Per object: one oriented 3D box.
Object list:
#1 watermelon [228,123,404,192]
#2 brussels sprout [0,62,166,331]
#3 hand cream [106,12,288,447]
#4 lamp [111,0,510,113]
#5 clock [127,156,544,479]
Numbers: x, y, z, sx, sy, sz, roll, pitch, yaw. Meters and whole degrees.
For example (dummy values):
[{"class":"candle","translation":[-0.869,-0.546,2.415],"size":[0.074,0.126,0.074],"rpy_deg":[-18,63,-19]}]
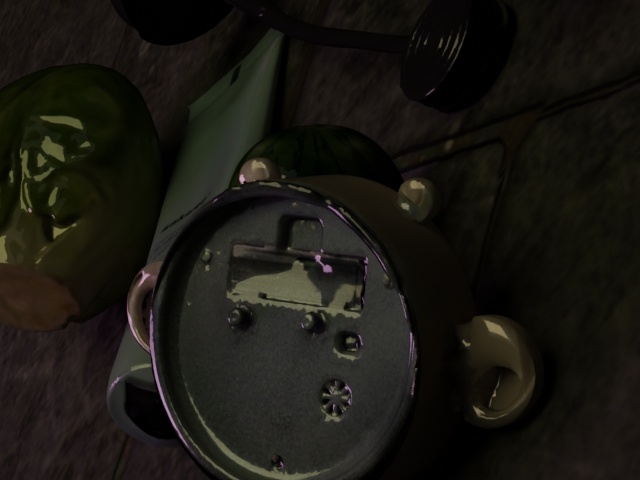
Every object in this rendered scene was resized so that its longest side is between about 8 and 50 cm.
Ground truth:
[{"class":"watermelon","translation":[0.002,-0.007,0.932],"size":[0.109,0.109,0.109],"rpy_deg":[-42,32,35]},{"class":"brussels sprout","translation":[-0.174,-0.027,1.225],"size":[0.162,0.144,0.180],"rpy_deg":[0,56,36]},{"class":"hand cream","translation":[-0.073,-0.012,1.124],"size":[0.109,0.067,0.320],"rpy_deg":[-41,29,36]},{"class":"lamp","translation":[-0.032,-0.139,1.087],"size":[0.130,0.108,0.371],"rpy_deg":[-61,29,8]},{"class":"clock","translation":[-0.007,0.044,0.841],"size":[0.229,0.063,0.155],"rpy_deg":[10,101,33]}]
